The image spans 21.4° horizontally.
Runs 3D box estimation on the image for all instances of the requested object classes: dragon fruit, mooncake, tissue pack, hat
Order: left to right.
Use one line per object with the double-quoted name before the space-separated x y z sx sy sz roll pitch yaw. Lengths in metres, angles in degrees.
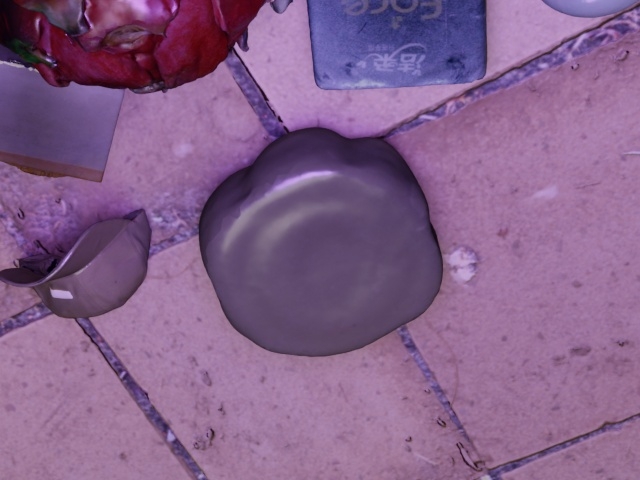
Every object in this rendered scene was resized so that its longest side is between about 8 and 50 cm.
"hat" -0.270 0.050 1.907 0.166 0.173 0.144 -24 113 16
"dragon fruit" -0.192 -0.292 1.611 0.329 0.329 0.329 0 122 0
"mooncake" 0.000 0.000 1.895 0.275 0.135 0.275 -2 121 -3
"tissue pack" 0.075 -0.278 1.725 0.185 0.081 0.257 -2 133 5

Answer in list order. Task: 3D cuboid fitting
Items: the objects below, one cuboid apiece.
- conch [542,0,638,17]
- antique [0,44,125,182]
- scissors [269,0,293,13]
"conch" 0.269 -0.334 1.689 0.185 0.121 0.221 10 106 7
"antique" -0.286 -0.154 1.791 0.152 0.146 0.148 12 124 -8
"scissors" -0.046 -0.366 1.717 0.138 0.041 0.289 -5 121 -6
